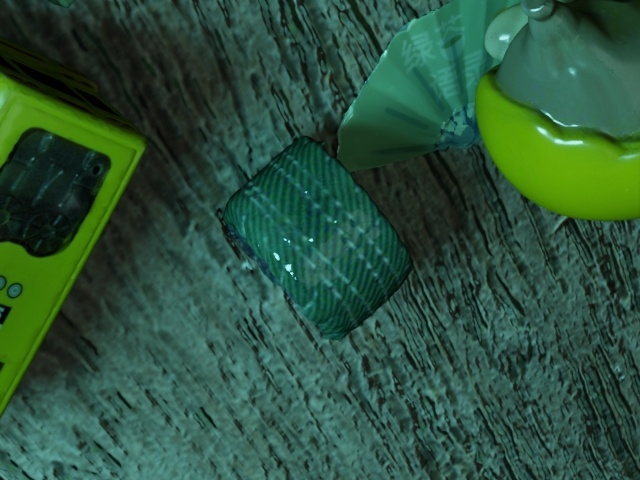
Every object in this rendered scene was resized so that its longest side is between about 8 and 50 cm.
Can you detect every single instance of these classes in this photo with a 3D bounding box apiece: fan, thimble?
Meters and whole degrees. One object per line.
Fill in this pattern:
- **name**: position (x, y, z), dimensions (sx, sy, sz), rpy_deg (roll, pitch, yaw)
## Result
- **fan**: position (0.102, -0.121, 1.240), dimensions (0.240, 0.009, 0.131), rpy_deg (-30, 127, -19)
- **thimble**: position (-0.002, -0.002, 1.159), dimensions (0.090, 0.118, 0.135), rpy_deg (-41, 148, -4)

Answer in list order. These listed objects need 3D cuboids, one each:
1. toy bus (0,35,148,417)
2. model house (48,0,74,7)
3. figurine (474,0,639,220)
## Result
- **toy bus**: position (-0.246, 0.039, 0.980), dimensions (0.145, 0.151, 0.331), rpy_deg (22, 100, -44)
- **model house**: position (-0.149, -0.277, 0.857), dimensions (0.211, 0.204, 0.243), rpy_deg (-45, 116, -7)
- **figurine**: position (0.195, -0.175, 1.160), dimensions (0.215, 0.187, 0.343), rpy_deg (-18, 118, 6)
